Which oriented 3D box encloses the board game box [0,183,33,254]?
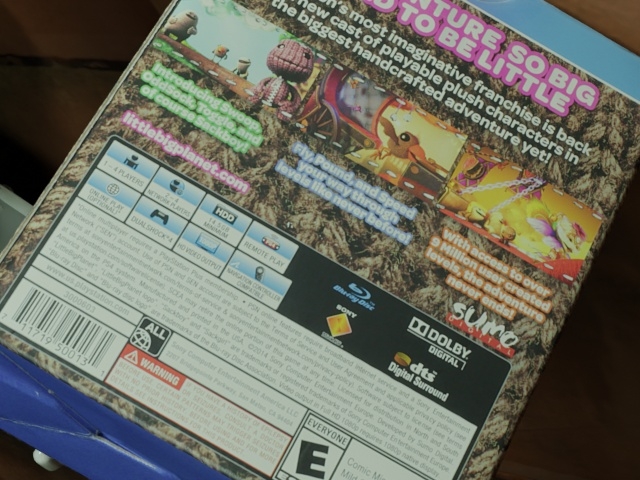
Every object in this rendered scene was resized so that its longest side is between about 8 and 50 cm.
[{"bbox_3d":[-0.347,-0.025,1.335,0.390,0.050,0.390,35,153,-13],"label":"board game box"}]

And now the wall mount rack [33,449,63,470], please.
[{"bbox_3d":[-0.327,0.065,1.270,0.350,0.130,0.304,18,152,21],"label":"wall mount rack"}]

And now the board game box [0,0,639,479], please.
[{"bbox_3d":[0.000,0.000,0.741,0.232,0.291,0.141,30,155,0],"label":"board game box"}]
